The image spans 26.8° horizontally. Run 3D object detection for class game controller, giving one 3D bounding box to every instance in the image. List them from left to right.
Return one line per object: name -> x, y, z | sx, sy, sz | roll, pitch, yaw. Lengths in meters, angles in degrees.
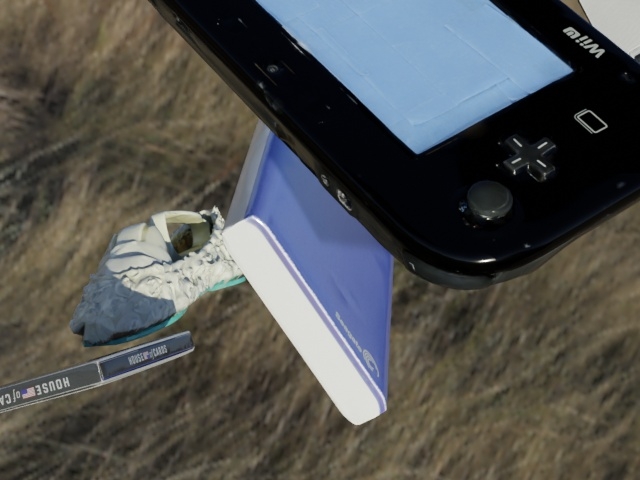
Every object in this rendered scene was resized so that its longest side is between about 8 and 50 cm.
game controller -> 0.033, -0.107, 0.690 | 0.166, 0.067, 0.319 | -34, 59, -15

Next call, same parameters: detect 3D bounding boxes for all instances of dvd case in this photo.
dvd case -> -0.262, 0.147, 1.458 | 0.179, 0.030, 0.238 | -17, -2, 17

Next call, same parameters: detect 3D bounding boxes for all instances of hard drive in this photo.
hard drive -> 0.000, 0.000, 1.239 | 0.210, 0.040, 0.319 | 56, 17, -19

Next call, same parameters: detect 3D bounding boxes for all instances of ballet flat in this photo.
ballet flat -> -0.217, 0.033, 1.761 | 0.147, 0.147, 0.409 | 26, 16, 12

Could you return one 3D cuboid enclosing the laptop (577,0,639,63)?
laptop -> 0.512, -0.222, 1.447 | 0.408, 0.382, 0.236 | 66, 17, 14
